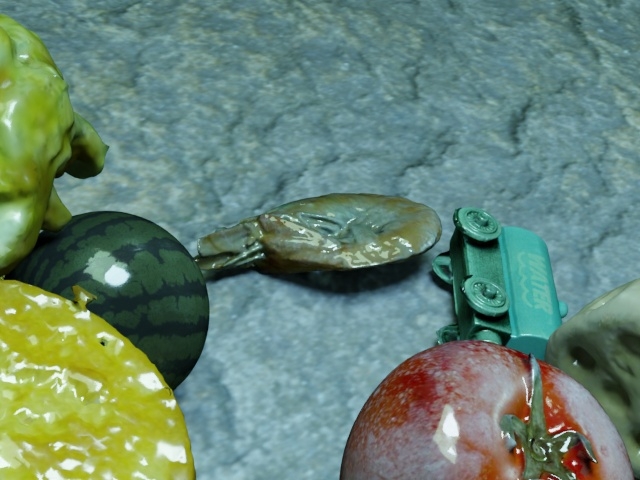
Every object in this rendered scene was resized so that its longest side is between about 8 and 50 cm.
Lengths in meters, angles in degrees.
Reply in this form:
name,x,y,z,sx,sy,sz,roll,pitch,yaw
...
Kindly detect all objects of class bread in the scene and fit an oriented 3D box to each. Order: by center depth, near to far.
name,x,y,z,sx,sy,sz,roll,pitch,yaw
bread,-0.282,0.224,1.120,0.398,0.215,0.398,13,43,-13

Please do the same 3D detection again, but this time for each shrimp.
name,x,y,z,sx,sy,sz,roll,pitch,yaw
shrimp,0.000,0.000,1.623,0.317,0.077,0.168,-14,25,-28

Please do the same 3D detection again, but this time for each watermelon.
name,x,y,z,sx,sy,sz,roll,pitch,yaw
watermelon,-0.213,0.072,1.379,0.212,0.212,0.212,7,36,-5

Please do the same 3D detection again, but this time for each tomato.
name,x,y,z,sx,sy,sz,roll,pitch,yaw
tomato,0.142,0.226,1.241,0.270,0.227,0.270,18,47,-21

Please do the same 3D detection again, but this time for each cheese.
name,x,y,z,sx,sy,sz,roll,pitch,yaw
cheese,0.344,0.142,1.435,0.117,0.218,0.235,-25,17,-37

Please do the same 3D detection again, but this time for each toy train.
name,x,y,z,sx,sy,sz,roll,pitch,yaw
toy train,0.213,0.061,1.606,0.159,0.101,0.248,18,35,-13

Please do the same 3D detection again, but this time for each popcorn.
name,x,y,z,sx,sy,sz,roll,pitch,yaw
popcorn,-0.360,-0.090,1.267,0.274,0.279,0.335,12,56,7

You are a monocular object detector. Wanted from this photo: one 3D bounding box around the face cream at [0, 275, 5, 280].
name,x,y,z,sx,sy,sz,roll,pitch,yaw
face cream,-0.359,0.088,1.427,0.078,0.078,0.273,15,36,6
